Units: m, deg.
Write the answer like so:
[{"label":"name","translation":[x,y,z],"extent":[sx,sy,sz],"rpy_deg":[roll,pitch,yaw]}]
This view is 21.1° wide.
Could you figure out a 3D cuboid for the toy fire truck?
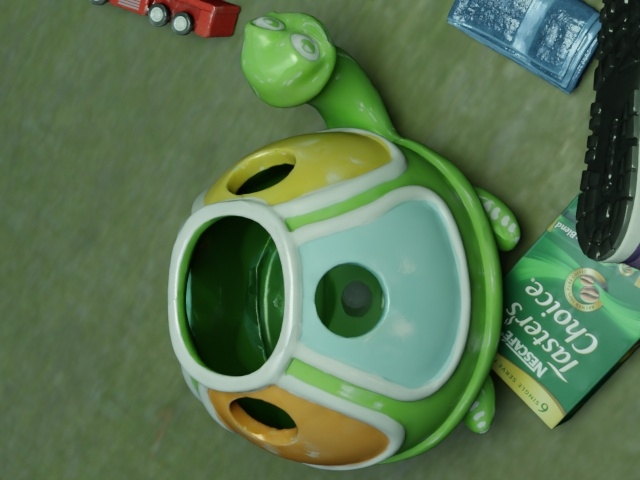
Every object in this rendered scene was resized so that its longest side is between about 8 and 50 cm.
[{"label":"toy fire truck","translation":[-0.105,-0.241,1.428],"extent":[0.192,0.047,0.135],"rpy_deg":[22,106,23]}]

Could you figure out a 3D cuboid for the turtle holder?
[{"label":"turtle holder","translation":[0.012,0.013,1.280],"extent":[0.243,0.227,0.320],"rpy_deg":[28,104,35]}]

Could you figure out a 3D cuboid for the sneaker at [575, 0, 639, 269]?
[{"label":"sneaker","translation":[0.271,-0.112,1.247],"extent":[0.124,0.107,0.283],"rpy_deg":[12,86,-16]}]

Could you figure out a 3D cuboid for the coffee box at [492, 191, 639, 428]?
[{"label":"coffee box","translation":[0.203,0.044,1.319],"extent":[0.113,0.040,0.184],"rpy_deg":[47,114,13]}]

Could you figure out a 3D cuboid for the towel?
[{"label":"towel","translation":[0.159,-0.169,1.317],"extent":[0.119,0.029,0.067],"rpy_deg":[34,110,19]}]
